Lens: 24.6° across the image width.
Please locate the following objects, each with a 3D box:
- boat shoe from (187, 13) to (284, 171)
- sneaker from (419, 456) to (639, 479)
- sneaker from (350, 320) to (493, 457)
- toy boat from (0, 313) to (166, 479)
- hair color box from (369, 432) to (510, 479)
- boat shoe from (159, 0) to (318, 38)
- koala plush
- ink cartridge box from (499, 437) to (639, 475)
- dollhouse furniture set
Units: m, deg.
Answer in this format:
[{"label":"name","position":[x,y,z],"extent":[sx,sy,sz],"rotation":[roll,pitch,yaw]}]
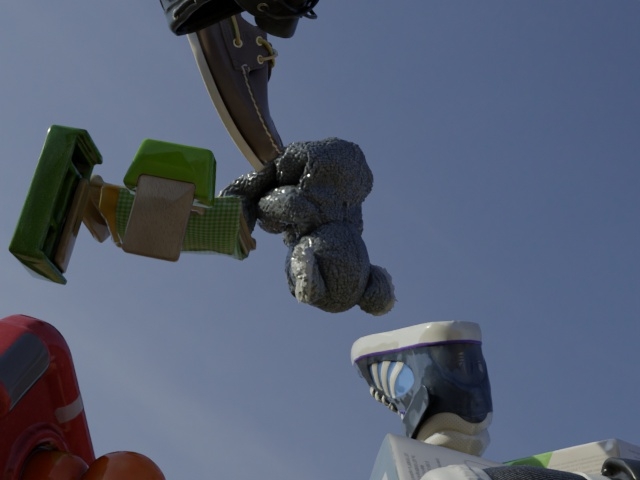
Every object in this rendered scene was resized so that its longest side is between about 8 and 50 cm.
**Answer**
[{"label":"boat shoe","position":[-0.111,-0.243,1.797],"extent":[0.096,0.324,0.116],"rotation":[-24,-13,2]},{"label":"sneaker","position":[0.085,0.173,0.476],"extent":[0.121,0.079,0.217],"rotation":[1,-66,-10]},{"label":"sneaker","position":[0.141,0.253,2.141],"extent":[0.130,0.236,0.323],"rotation":[3,-13,-25]},{"label":"toy boat","position":[-0.172,0.168,0.979],"extent":[0.151,0.151,0.231],"rotation":[4,-60,21]},{"label":"hair color box","position":[0.218,0.270,1.081],"extent":[0.374,0.185,0.114],"rotation":[16,-77,-7]},{"label":"boat shoe","position":[-0.054,-0.268,1.542],"extent":[0.340,0.113,0.127],"rotation":[2,7,38]},{"label":"koala plush","position":[0.000,0.000,1.912],"extent":[0.196,0.221,0.203],"rotation":[19,-50,-41]},{"label":"ink cartridge box","position":[0.345,0.455,1.906],"extent":[0.207,0.354,0.119],"rotation":[-19,-29,34]},{"label":"dollhouse furniture set","position":[-0.199,0.007,1.657],"extent":[0.197,0.151,0.301],"rotation":[10,-18,9]}]
